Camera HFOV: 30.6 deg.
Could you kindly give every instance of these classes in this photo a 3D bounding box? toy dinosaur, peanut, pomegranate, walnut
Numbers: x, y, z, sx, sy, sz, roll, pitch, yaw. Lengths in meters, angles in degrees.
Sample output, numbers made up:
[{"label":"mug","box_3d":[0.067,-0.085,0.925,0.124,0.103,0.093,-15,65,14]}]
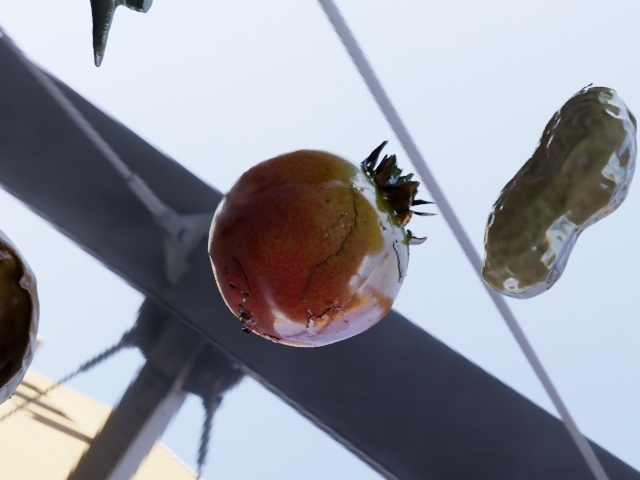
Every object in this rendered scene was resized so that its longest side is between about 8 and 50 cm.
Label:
[{"label":"toy dinosaur","box_3d":[-0.251,-0.323,1.271,0.188,0.075,0.248,21,-91,22]},{"label":"peanut","box_3d":[0.325,-0.061,1.602,0.313,0.149,0.149,-54,-133,5]},{"label":"pomegranate","box_3d":[0.000,0.000,1.199,0.235,0.210,0.210,-36,-131,7]},{"label":"walnut","box_3d":[-0.320,0.067,0.978,0.087,0.211,0.167,-18,-85,17]}]
